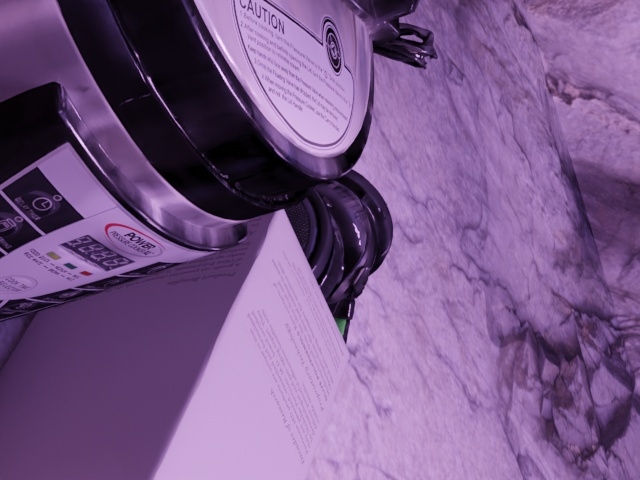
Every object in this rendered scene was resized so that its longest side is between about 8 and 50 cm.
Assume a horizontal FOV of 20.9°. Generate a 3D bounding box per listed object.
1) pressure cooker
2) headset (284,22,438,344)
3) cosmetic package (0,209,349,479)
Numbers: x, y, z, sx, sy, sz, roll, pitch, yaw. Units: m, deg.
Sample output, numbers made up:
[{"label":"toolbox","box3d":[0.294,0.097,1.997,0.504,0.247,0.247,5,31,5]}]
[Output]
[{"label":"pressure cooker","box3d":[-0.150,-0.169,1.017,0.370,0.420,0.375,-70,141,-59]},{"label":"headset","box3d":[0.000,0.000,1.526,0.243,0.185,0.394,-16,112,-68]},{"label":"cosmetic package","box3d":[-0.125,0.142,1.196,0.365,0.197,0.155,-67,139,-54]}]
